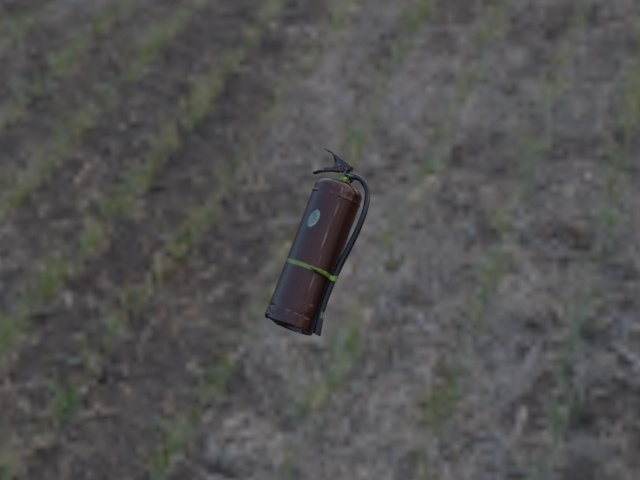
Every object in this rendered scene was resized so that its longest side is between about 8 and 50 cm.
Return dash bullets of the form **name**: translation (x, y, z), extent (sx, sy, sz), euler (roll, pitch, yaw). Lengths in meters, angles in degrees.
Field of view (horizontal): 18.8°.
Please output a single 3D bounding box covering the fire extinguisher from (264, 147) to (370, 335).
- **fire extinguisher**: translation (0.000, 0.000, 1.375), extent (0.056, 0.132, 0.039), euler (16, -9, 36)
